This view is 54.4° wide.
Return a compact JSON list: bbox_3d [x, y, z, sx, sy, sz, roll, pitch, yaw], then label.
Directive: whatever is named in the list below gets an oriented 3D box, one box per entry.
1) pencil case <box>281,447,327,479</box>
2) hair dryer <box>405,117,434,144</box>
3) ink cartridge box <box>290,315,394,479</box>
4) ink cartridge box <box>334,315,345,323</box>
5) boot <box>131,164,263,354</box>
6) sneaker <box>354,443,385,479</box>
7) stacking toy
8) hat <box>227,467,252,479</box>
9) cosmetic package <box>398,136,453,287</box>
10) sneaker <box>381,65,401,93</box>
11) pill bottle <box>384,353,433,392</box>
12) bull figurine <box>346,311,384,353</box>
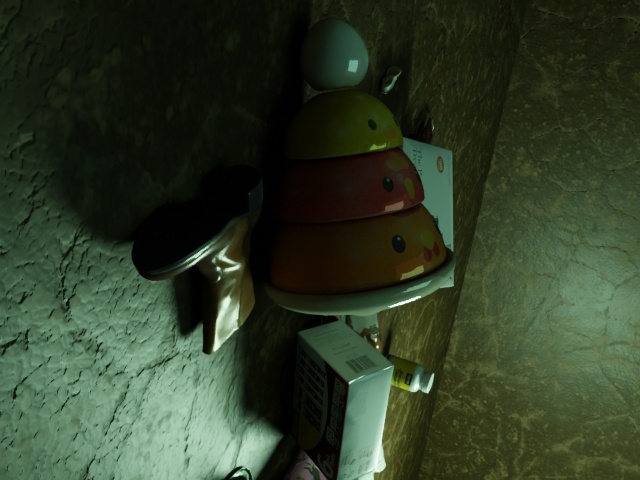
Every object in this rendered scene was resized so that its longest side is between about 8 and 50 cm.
[{"bbox_3d":[-0.057,0.678,1.527,0.160,0.167,0.386,-45,-177,43],"label":"pencil case"},{"bbox_3d":[0.288,-0.265,1.861,0.293,0.080,0.224,-5,94,-73],"label":"hair dryer"},{"bbox_3d":[0.022,0.360,1.462,0.130,0.271,0.310,-12,121,-32],"label":"ink cartridge box"},{"bbox_3d":[0.042,0.186,1.589,0.063,0.029,0.115,-46,146,-52],"label":"ink cartridge box"},{"bbox_3d":[-0.176,0.060,0.925,0.264,0.096,0.281,-59,163,-51],"label":"boot"},{"bbox_3d":[0.155,0.796,2.246,0.297,0.110,0.130,-10,99,-71],"label":"sneaker"},{"bbox_3d":[0.039,-0.136,1.084,0.350,0.350,0.481,-33,117,-59],"label":"stacking toy"},{"bbox_3d":[-0.111,0.575,1.273,0.209,0.183,0.173,-66,157,-20],"label":"hat"},{"bbox_3d":[0.247,-0.061,1.619,0.284,0.097,0.378,-1,90,-56],"label":"cosmetic package"},{"bbox_3d":[0.166,-0.386,1.497,0.083,0.031,0.037,-54,165,-31],"label":"sneaker"},{"bbox_3d":[0.314,0.489,2.269,0.103,0.184,0.103,-50,148,-48],"label":"pill bottle"},{"bbox_3d":[0.118,0.227,1.615,0.188,0.101,0.311,78,8,-64],"label":"bull figurine"}]
